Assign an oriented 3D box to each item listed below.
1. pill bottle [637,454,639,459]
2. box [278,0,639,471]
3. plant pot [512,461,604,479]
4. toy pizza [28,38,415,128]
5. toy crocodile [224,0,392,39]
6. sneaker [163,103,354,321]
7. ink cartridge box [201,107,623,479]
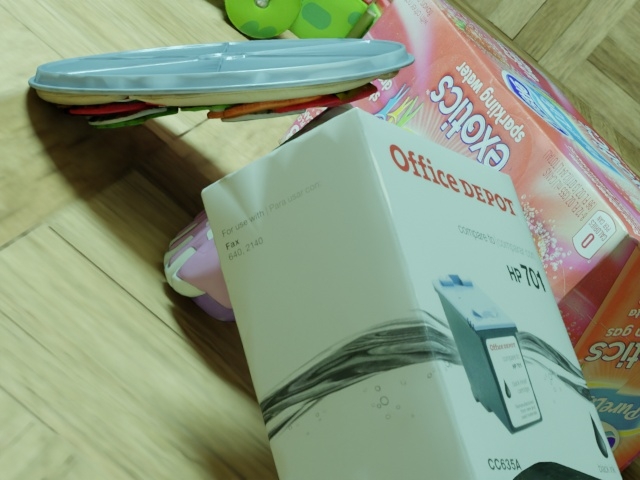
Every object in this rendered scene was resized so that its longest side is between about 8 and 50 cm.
[{"bbox_3d":[0.200,0.046,0.928,0.130,0.130,0.245,30,19,-31],"label":"pill bottle"},{"bbox_3d":[0.108,-0.010,0.837,0.142,0.154,0.300,28,22,-36],"label":"box"},{"bbox_3d":[0.104,0.167,0.353,0.187,0.188,0.167,27,8,-38],"label":"plant pot"},{"bbox_3d":[-0.051,-0.082,0.713,0.201,0.032,0.201,-3,13,1],"label":"toy pizza"},{"bbox_3d":[0.013,-0.198,1.189,0.340,0.105,0.115,35,17,-20],"label":"toy crocodile"},{"bbox_3d":[0.000,0.000,0.694,0.104,0.095,0.236,54,17,-5],"label":"sneaker"},{"bbox_3d":[0.044,0.060,0.531,0.139,0.082,0.190,15,55,-56],"label":"ink cartridge box"}]
